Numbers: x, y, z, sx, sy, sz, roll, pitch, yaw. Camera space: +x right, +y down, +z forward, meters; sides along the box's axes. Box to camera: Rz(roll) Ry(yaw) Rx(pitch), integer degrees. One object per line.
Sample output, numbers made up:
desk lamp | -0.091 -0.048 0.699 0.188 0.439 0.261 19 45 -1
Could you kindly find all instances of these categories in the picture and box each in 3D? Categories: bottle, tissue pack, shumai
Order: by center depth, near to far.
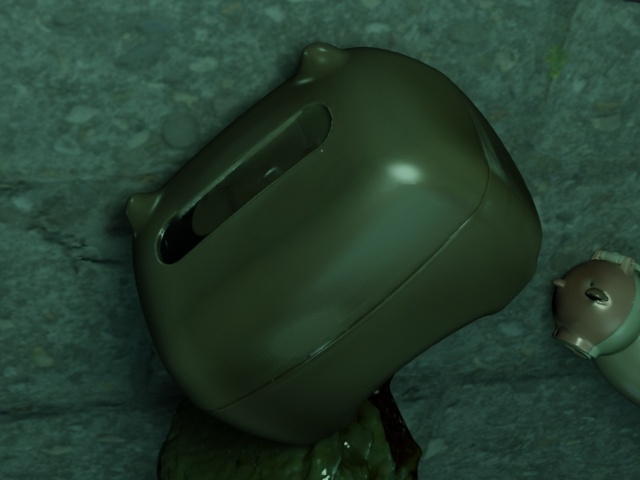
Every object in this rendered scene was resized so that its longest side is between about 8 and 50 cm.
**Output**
tissue pack | 0.000 0.000 1.504 0.387 0.267 0.277 -39 131 19
shumai | 0.008 0.277 1.730 0.292 0.330 0.288 -40 127 14
bottle | 0.373 0.106 1.838 0.236 0.147 0.147 33 115 -31

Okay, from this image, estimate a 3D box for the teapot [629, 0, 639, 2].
teapot | 0.331 -0.291 1.484 0.146 0.148 0.116 0 97 -5
